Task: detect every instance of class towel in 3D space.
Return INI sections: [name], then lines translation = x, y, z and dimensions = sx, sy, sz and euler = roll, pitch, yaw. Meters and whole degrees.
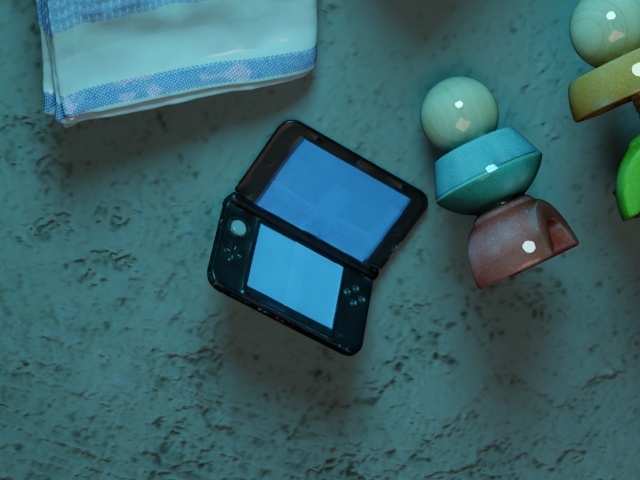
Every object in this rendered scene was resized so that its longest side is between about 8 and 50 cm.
[towel]
translation = -0.097, -0.212, 1.177
dimensions = 0.209, 0.034, 0.285
euler = -12, 132, -15

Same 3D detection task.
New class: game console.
[game console]
translation = 0.000, 0.000, 1.337
dimensions = 0.144, 0.124, 0.085
euler = 28, 140, -22

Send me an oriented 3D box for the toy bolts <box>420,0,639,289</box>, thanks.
[toy bolts]
translation = 0.192, -0.083, 1.300
dimensions = 0.228, 0.218, 0.158
euler = -26, 85, 18
